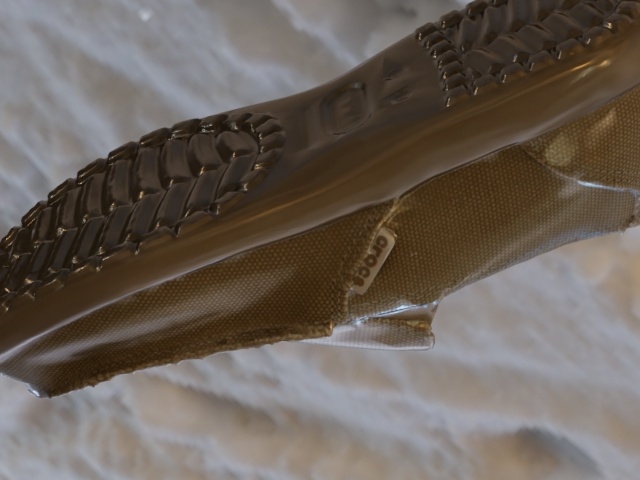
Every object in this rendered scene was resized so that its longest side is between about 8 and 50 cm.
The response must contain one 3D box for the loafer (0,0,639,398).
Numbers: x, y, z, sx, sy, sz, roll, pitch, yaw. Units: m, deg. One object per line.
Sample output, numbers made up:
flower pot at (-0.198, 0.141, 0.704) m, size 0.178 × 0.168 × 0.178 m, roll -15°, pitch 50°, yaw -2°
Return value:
loafer at (0.000, 0.000, 0.334) m, size 0.148 × 0.056 × 0.050 m, roll -21°, pitch 116°, yaw 15°
